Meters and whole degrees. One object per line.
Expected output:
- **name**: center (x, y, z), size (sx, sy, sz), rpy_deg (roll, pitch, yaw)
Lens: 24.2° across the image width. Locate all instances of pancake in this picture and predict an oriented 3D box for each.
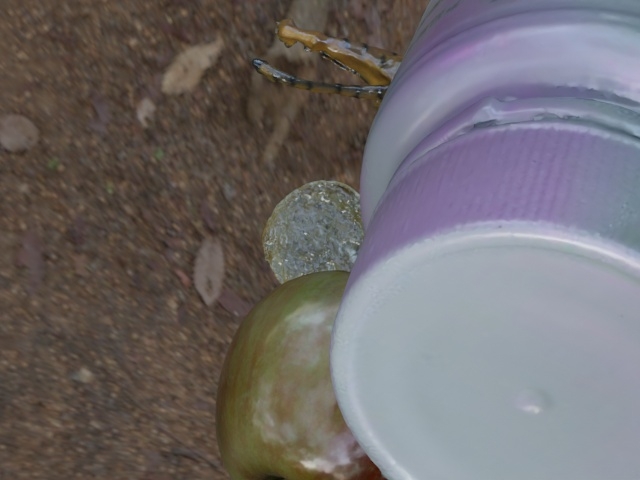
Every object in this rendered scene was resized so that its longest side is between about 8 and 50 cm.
- **pancake**: center (0.000, 0.000, 1.804), size (0.151, 0.025, 0.151), rpy_deg (1, 95, 14)

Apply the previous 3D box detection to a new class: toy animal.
- **toy animal**: center (0.061, -0.105, 1.060), size (0.116, 0.255, 0.114), rpy_deg (4, 99, 49)

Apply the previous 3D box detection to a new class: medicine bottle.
- **medicine bottle**: center (0.147, -0.017, 0.833), size (0.256, 0.256, 0.325), rpy_deg (14, 39, 8)

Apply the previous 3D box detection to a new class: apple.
- **apple**: center (0.021, 0.162, 1.475), size (0.257, 0.257, 0.234), rpy_deg (14, 56, 8)
